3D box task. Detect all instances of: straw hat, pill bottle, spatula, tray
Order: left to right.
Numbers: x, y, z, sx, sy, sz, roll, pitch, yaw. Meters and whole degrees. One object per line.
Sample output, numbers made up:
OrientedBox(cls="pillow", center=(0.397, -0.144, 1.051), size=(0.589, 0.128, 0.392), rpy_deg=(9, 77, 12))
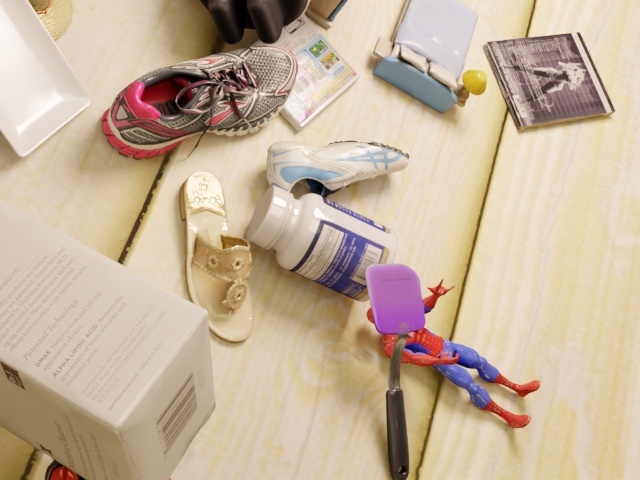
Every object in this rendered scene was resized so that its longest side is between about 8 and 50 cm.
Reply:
OrientedBox(cls="tray", center=(-0.412, -0.250, 1.280), size=(0.145, 0.030, 0.270), rpy_deg=(-49, 119, -38))
OrientedBox(cls="straw hat", center=(-0.384, -0.335, 1.351), size=(0.144, 0.061, 0.144), rpy_deg=(16, 61, -31))
OrientedBox(cls="pill bottle", center=(0.000, 0.000, 1.389), size=(0.186, 0.112, 0.112), rpy_deg=(25, 60, -16))
OrientedBox(cls="spatula", center=(0.103, 0.179, 1.361), size=(0.084, 0.030, 0.296), rpy_deg=(-4, 96, -28))

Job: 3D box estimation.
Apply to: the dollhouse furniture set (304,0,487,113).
OrientedBox(cls="dollhouse furniture set", center=(0.178, -0.408, 1.598), size=(0.303, 0.198, 0.286), rpy_deg=(30, 59, -13))

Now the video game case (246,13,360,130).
OrientedBox(cls="video game case", center=(-0.033, -0.260, 1.537), size=(0.143, 0.019, 0.157), rpy_deg=(47, 56, -3))

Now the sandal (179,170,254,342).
OrientedBox(cls="sandal", center=(-0.131, 0.011, 1.337), size=(0.088, 0.079, 0.240), rpy_deg=(-6, 72, -28))

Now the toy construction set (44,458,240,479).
OrientedBox(cls="toy construction set", center=(-0.181, 0.273, 1.161), size=(0.215, 0.151, 0.328), rpy_deg=(-29, 76, -8))

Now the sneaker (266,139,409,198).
OrientedBox(cls="sneaker", center=(0.026, -0.103, 1.473), size=(0.237, 0.085, 0.086), rpy_deg=(-5, 98, -32))

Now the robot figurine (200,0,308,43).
OrientedBox(cls="robot figurine", center=(-0.089, -0.421, 1.487), size=(0.209, 0.173, 0.278), rpy_deg=(19, 62, -22))

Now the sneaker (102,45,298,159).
OrientedBox(cls="sneaker", center=(-0.148, -0.198, 1.394), size=(0.299, 0.112, 0.121), rpy_deg=(-28, 84, -31))

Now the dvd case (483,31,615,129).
OrientedBox(cls="dvd case", center=(0.398, -0.280, 1.762), size=(0.221, 0.018, 0.164), rpy_deg=(-12, 74, -29))

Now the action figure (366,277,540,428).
OrientedBox(cls="action figure", center=(0.198, 0.154, 1.415), size=(0.280, 0.139, 0.091), rpy_deg=(29, 59, -10))

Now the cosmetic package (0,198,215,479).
OrientedBox(cls="cosmetic package", center=(-0.308, 0.093, 1.056), size=(0.385, 0.217, 0.156), rpy_deg=(25, 57, 16))
